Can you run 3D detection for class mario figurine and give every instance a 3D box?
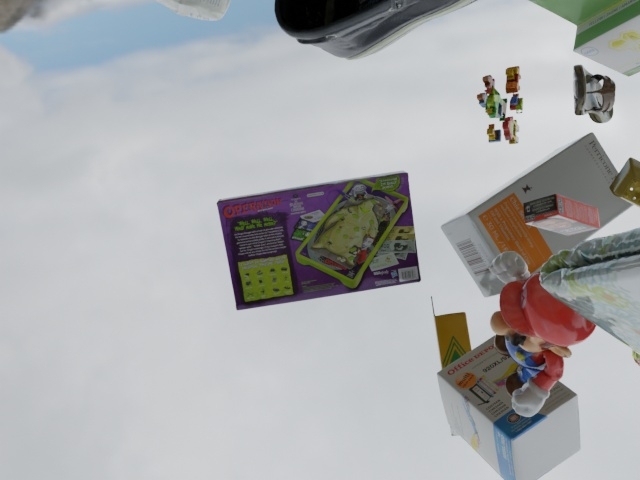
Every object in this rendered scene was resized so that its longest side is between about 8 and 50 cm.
[{"bbox_3d":[0.315,0.150,1.076,0.170,0.320,0.198,-40,-118,-15],"label":"mario figurine"}]

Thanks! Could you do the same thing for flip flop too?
[{"bbox_3d":[0.620,-0.322,1.491,0.080,0.112,0.277,-3,174,37],"label":"flip flop"}]

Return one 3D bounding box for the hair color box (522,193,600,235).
[{"bbox_3d":[0.447,-0.046,1.242,0.141,0.043,0.072,12,161,-36],"label":"hair color box"}]

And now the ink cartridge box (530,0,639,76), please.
[{"bbox_3d":[0.439,-0.335,1.001,0.235,0.056,0.171,15,168,-19],"label":"ink cartridge box"}]

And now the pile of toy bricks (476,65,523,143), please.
[{"bbox_3d":[0.449,-0.353,1.712,0.118,0.212,0.105,-2,166,35],"label":"pile of toy bricks"}]

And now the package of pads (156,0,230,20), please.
[{"bbox_3d":[-0.130,-0.391,0.807,0.101,0.229,0.296,17,-162,-13],"label":"package of pads"}]

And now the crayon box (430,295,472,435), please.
[{"bbox_3d":[0.346,0.316,1.703,0.083,0.203,0.322,-9,-113,8],"label":"crayon box"}]

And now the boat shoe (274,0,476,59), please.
[{"bbox_3d":[0.091,-0.346,0.762,0.156,0.186,0.500,-2,173,-27],"label":"boat shoe"}]

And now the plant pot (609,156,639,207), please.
[{"bbox_3d":[0.667,-0.113,1.413,0.081,0.081,0.083,29,-149,9],"label":"plant pot"}]

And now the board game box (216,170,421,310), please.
[{"bbox_3d":[0.000,0.000,1.231,0.347,0.208,0.056,-8,-164,-1],"label":"board game box"}]

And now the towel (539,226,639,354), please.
[{"bbox_3d":[0.450,0.092,0.709,0.090,0.321,0.374,-55,-178,-12],"label":"towel"}]

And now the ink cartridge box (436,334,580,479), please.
[{"bbox_3d":[0.382,0.347,1.377,0.171,0.168,0.233,-28,-146,-16],"label":"ink cartridge box"}]

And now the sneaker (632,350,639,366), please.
[{"bbox_3d":[0.729,0.264,1.464,0.082,0.094,0.208,14,-119,-16],"label":"sneaker"}]

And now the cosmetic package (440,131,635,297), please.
[{"bbox_3d":[0.568,-0.067,1.747,0.453,0.230,0.161,-32,179,-20],"label":"cosmetic package"}]
